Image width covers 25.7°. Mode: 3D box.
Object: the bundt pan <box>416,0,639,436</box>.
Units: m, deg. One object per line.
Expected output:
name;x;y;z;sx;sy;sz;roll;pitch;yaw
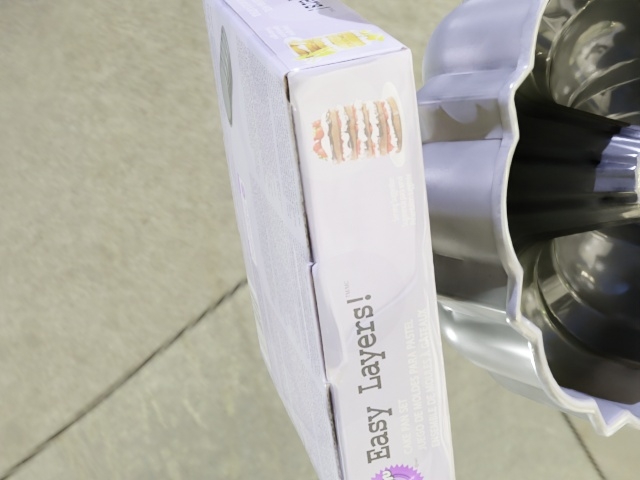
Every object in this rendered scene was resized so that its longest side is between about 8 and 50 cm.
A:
bundt pan;0.168;-0.043;0.919;0.331;0.124;0.330;-5;96;-46

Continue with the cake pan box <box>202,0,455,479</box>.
cake pan box;0.000;0.000;0.777;0.070;0.246;0.267;-11;110;-8
